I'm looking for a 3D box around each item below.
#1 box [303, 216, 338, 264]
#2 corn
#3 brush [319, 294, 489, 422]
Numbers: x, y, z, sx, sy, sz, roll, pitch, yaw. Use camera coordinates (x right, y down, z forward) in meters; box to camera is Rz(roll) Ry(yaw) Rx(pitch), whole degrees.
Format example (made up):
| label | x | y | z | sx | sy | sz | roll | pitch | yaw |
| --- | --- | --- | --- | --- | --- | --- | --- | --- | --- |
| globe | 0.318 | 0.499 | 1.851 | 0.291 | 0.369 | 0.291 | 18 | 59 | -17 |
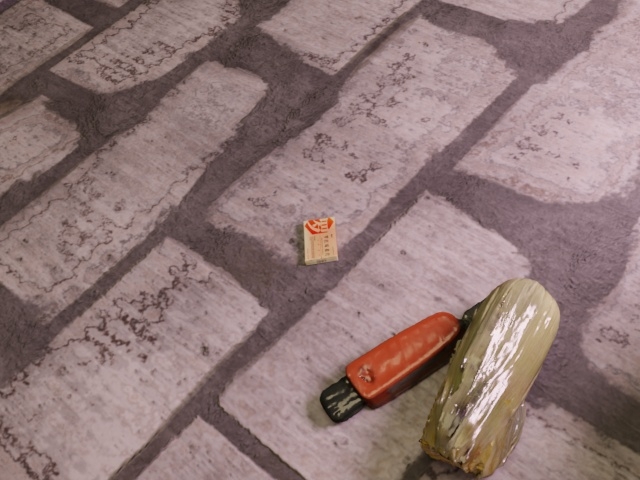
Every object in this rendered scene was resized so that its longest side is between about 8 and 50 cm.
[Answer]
| label | x | y | z | sx | sy | sz | roll | pitch | yaw |
| --- | --- | --- | --- | --- | --- | --- | --- | --- | --- |
| box | 0.000 | 0.000 | 1.361 | 0.058 | 0.015 | 0.093 | -9 | 50 | 8 |
| corn | 0.239 | 0.188 | 1.078 | 0.122 | 0.123 | 0.305 | 20 | 60 | 23 |
| brush | 0.141 | 0.167 | 1.165 | 0.323 | 0.051 | 0.070 | -31 | 48 | -13 |
